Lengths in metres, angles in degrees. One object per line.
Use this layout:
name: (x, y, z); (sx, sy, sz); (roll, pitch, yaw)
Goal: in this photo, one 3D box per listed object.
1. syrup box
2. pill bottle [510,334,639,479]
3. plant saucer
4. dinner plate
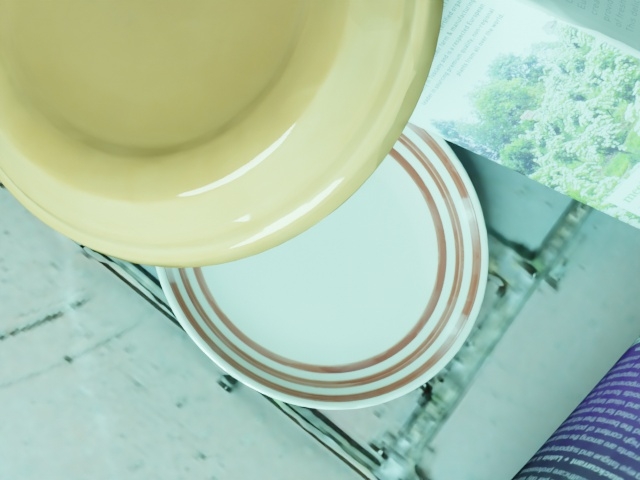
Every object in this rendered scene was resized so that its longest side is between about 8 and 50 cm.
syrup box: (0.112, -0.082, 0.669); (0.237, 0.093, 0.096); (25, 54, -8)
pill bottle: (0.124, 0.111, 0.608); (0.108, 0.108, 0.193); (46, 65, 2)
plant saucer: (-0.055, -0.090, 0.595); (0.200, 0.037, 0.200); (-2, 85, 22)
dinner plate: (0.000, 0.000, 0.657); (0.141, 0.017, 0.141); (5, 71, -15)
